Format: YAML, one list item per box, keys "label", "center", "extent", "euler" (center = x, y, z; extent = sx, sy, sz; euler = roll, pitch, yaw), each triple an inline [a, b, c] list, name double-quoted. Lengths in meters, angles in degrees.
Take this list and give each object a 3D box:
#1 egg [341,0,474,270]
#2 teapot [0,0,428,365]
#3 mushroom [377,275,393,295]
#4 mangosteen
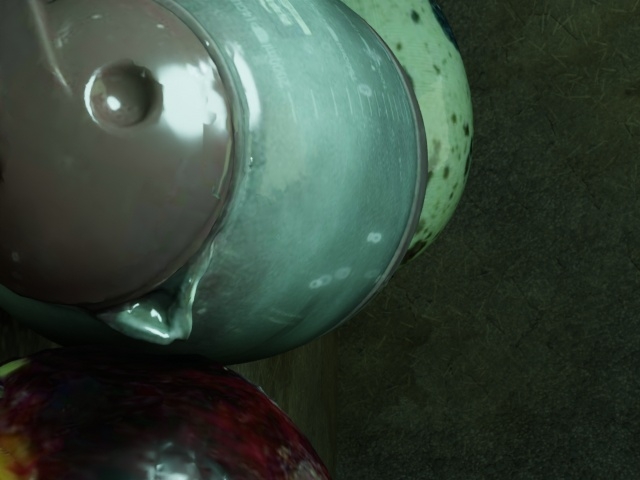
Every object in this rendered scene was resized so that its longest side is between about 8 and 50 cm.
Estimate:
- label: "egg"
  center: [0.029, -0.143, 1.308]
  extent: [0.287, 0.287, 0.379]
  euler: [-34, 129, -83]
- label: "teapot"
  center: [-0.092, -0.082, 0.601]
  extent: [0.315, 0.233, 0.312]
  euler: [64, 10, 5]
- label: "mushroom"
  center: [-0.006, 0.002, 1.627]
  extent: [0.164, 0.189, 0.267]
  euler: [-64, -142, 34]
- label: "mangosteen"
  center: [-0.111, 0.128, 0.435]
  extent: [0.265, 0.228, 0.228]
  euler: [48, 32, -32]
